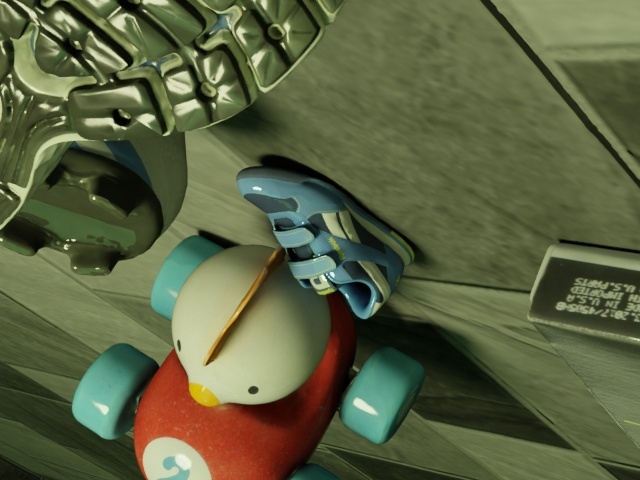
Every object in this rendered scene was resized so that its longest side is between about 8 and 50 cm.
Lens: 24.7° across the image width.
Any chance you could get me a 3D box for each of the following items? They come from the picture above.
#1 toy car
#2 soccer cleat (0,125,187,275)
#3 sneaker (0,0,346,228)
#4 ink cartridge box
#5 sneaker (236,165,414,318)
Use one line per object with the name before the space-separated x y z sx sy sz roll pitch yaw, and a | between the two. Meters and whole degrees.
toy car | -0.060 0.088 1.058 0.219 0.210 0.238 30 164 14
soccer cleat | -0.236 -0.087 0.868 0.331 0.143 0.116 21 133 -9
sneaker | -0.099 -0.117 0.680 0.330 0.147 0.130 -21 118 41
ink cartridge box | 0.320 0.114 0.895 0.303 0.072 0.307 8 154 38
sneaker | 0.000 0.000 0.975 0.144 0.059 0.053 34 162 -27
